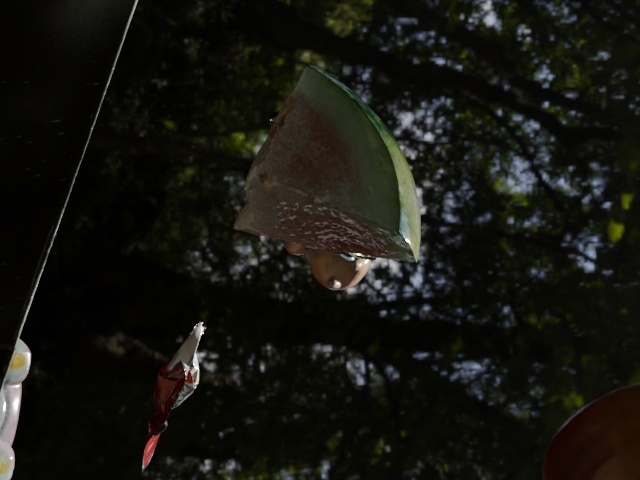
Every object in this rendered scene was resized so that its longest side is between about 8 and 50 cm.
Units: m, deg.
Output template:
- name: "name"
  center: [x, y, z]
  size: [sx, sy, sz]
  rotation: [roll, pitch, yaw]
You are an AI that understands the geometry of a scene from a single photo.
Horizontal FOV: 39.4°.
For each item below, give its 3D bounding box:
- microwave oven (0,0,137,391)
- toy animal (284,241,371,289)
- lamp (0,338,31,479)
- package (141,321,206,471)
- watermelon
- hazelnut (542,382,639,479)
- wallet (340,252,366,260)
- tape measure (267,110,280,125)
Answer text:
- name: "microwave oven"
  center: [-0.330, -0.125, 0.678]
  size: [0.431, 0.236, 0.374]
  rotation: [-64, -146, 21]
- name: "toy animal"
  center: [0.009, -0.006, 1.977]
  size: [0.250, 0.166, 0.154]
  rotation: [54, 8, 12]
- name: "lamp"
  center: [-0.481, 0.157, 0.913]
  size: [0.247, 0.301, 0.247]
  rotation: [-4, -105, 50]
- name: "package"
  center: [-0.273, 0.274, 1.627]
  size: [0.269, 0.071, 0.194]
  rotation: [-57, -176, 37]
- name: "watermelon"
  center: [0.004, -0.088, 1.140]
  size: [0.193, 0.232, 0.310]
  rotation: [113, -39, -65]
- name: "hazelnut"
  center: [0.299, 0.231, 0.794]
  size: [0.186, 0.210, 0.210]
  rotation: [131, -47, -56]
- name: "wallet"
  center: [0.000, -0.086, 1.709]
  size: [0.250, 0.075, 0.176]
  rotation: [57, 10, 25]
- name: "tape measure"
  center: [0.008, -0.142, 1.400]
  size: [0.180, 0.104, 0.107]
  rotation: [22, -67, 25]
